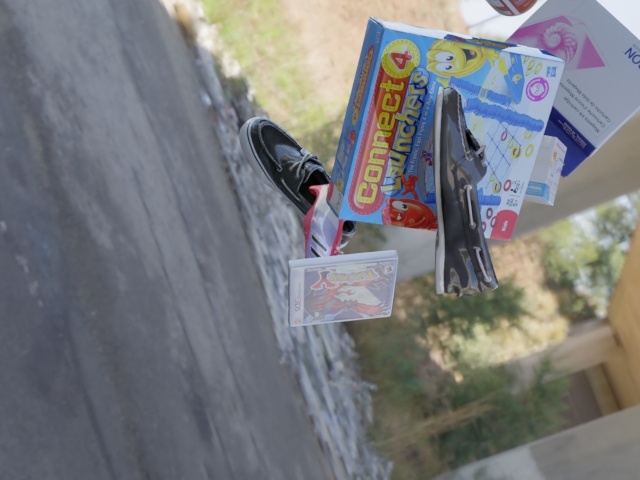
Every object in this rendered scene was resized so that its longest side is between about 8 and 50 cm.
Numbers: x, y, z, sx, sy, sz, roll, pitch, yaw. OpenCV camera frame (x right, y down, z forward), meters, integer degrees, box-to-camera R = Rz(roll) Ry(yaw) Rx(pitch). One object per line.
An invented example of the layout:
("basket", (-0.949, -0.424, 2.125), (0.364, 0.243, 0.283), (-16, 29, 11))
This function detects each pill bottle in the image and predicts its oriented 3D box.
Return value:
("pill bottle", (0.373, -0.548, 2.031), (0.216, 0.121, 0.121), (12, 56, -64))

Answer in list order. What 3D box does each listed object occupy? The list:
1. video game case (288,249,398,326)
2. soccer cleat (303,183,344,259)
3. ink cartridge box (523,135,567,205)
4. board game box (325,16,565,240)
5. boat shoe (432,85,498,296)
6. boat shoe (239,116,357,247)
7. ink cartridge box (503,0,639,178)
("video game case", (0.039, 0.092, 1.850), (0.183, 0.201, 0.023), (92, -11, -49))
("soccer cleat", (0.000, 0.000, 1.954), (0.083, 0.095, 0.248), (75, 25, -64))
("ink cartridge box", (0.433, -0.154, 1.991), (0.092, 0.090, 0.143), (19, 85, -62))
("board game box", (0.191, -0.168, 1.551), (0.086, 0.302, 0.308), (-121, -140, -63))
("boat shoe", (0.213, -0.068, 1.437), (0.112, 0.095, 0.335), (-76, 164, -59))
("boat shoe", (-0.032, -0.135, 2.071), (0.335, 0.121, 0.119), (50, -31, -4))
("ink cartridge box", (0.562, -0.367, 2.237), (0.324, 0.330, 0.071), (46, 6, 10))
